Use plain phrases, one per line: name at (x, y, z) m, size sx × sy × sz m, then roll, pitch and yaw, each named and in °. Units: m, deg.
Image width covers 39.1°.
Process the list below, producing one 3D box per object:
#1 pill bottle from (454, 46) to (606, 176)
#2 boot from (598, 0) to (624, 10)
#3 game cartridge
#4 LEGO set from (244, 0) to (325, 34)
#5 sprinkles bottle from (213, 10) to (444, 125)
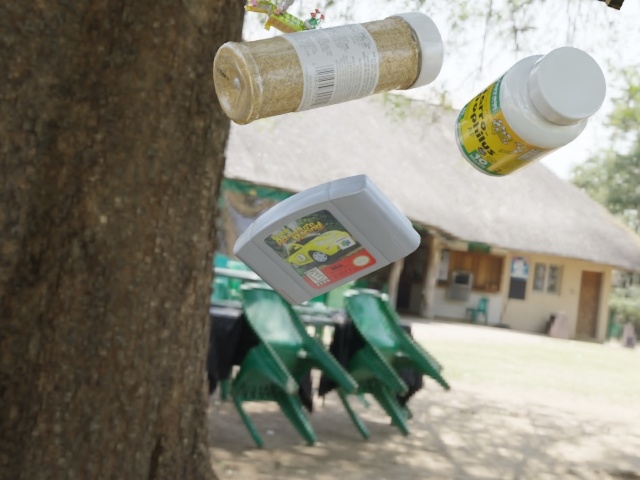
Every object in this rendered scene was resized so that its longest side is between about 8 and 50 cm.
pill bottle at (0.257, -0.158, 1.109) m, size 0.117 × 0.118 × 0.208 m, roll 8°, pitch -12°, yaw -14°
boot at (0.401, -0.439, 1.268) m, size 0.137 × 0.198 × 0.077 m, roll 25°, pitch 30°, yaw 11°
game cartridge at (0.000, 0.000, 1.577) m, size 0.294 × 0.060 × 0.196 m, roll -27°, pitch -57°, yaw 29°
LEGO set at (-0.059, -0.460, 1.678) m, size 0.107 × 0.287 × 0.132 m, roll -44°, pitch -4°, yaw 41°
sprinkles bottle at (0.018, -0.265, 1.364) m, size 0.355 × 0.121 × 0.121 m, roll -17°, pitch 10°, yaw -30°
